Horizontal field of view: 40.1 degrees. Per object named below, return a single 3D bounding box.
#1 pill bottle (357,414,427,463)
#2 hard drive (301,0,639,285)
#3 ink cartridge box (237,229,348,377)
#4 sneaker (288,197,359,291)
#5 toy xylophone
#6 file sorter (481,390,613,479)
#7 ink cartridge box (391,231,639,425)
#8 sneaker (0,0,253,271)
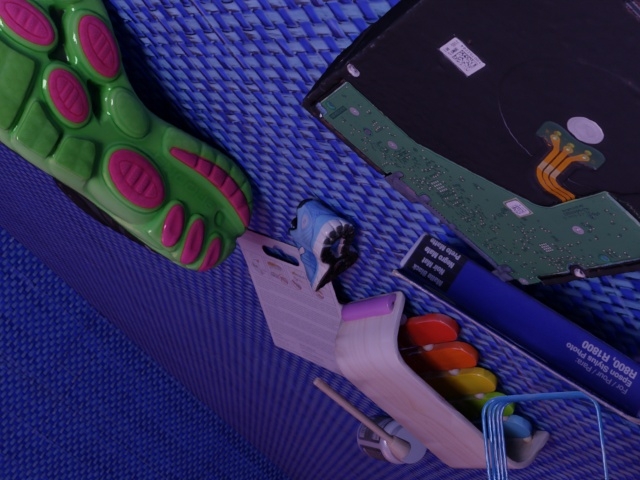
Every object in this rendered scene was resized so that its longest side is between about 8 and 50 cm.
[{"bbox_3d":[0.127,0.352,1.546,0.078,0.078,0.137,41,160,-15],"label":"pill bottle"},{"bbox_3d":[0.145,-0.076,0.545,0.237,0.064,0.339,40,160,-11],"label":"hard drive"},{"bbox_3d":[-0.015,0.080,1.229,0.189,0.066,0.233,19,133,41],"label":"ink cartridge box"},{"bbox_3d":[0.000,0.000,1.001,0.073,0.063,0.162,49,161,19],"label":"sneaker"},{"bbox_3d":[0.130,0.198,1.130,0.236,0.081,0.323,-9,131,47],"label":"toy xylophone"},{"bbox_3d":[0.232,0.209,0.887,0.118,0.105,0.170,-6,167,16],"label":"file sorter"},{"bbox_3d":[0.175,0.070,0.754,0.223,0.045,0.224,32,-178,11],"label":"ink cartridge box"},{"bbox_3d":[-0.271,-0.132,0.940,0.202,0.185,0.483,11,148,43],"label":"sneaker"}]
